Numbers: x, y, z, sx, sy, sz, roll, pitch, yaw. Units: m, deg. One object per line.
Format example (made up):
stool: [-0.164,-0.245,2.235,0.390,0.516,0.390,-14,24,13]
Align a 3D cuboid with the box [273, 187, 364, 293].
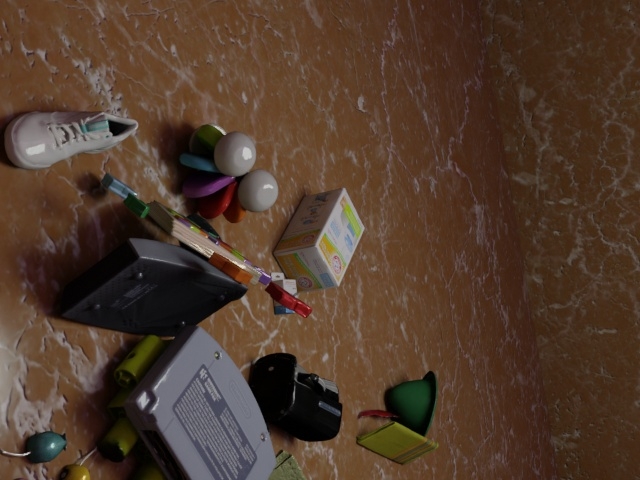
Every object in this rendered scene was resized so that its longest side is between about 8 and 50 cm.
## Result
box: [0.000,0.000,1.746,0.114,0.103,0.203,62,33,-27]

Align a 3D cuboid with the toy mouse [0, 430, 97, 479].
toy mouse: [-0.352,0.301,1.088,0.143,0.031,0.161,55,37,-37]

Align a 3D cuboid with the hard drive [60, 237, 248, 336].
hard drive: [-0.240,0.072,1.238,0.254,0.172,0.054,23,38,-57]

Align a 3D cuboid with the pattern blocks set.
pattern blocks set: [-0.176,0.002,1.290,0.325,0.285,0.026,34,90,-43]

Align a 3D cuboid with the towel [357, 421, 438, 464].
towel: [0.178,0.457,1.919,0.237,0.102,0.021,38,25,-50]

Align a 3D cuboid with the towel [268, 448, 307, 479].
towel: [-0.069,0.450,1.497,0.110,0.027,0.148,-35,116,-17]

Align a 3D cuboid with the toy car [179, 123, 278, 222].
toy car: [-0.174,-0.108,1.461,0.136,0.159,0.182,-41,124,-16]

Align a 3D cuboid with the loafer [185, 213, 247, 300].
loafer: [-0.189,0.027,1.463,0.170,0.062,0.061,62,-6,-16]

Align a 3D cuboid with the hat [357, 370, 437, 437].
hat: [0.166,0.373,2.000,0.208,0.183,0.173,118,-16,-67]

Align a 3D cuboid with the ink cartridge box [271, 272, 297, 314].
ink cartridge box: [-0.070,0.102,1.664,0.048,0.028,0.083,6,75,-60]

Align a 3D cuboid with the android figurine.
android figurine: [-0.228,0.261,1.302,0.273,0.056,0.248,-53,126,-51]

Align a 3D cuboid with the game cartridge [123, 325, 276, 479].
game cartridge: [-0.170,0.286,1.287,0.196,0.060,0.294,-52,126,-45]

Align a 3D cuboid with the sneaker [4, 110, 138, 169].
sneaker: [-0.345,-0.154,1.191,0.212,0.094,0.080,-29,108,-60]

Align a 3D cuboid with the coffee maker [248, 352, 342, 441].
coffee maker: [-0.052,0.313,1.561,0.178,0.120,0.171,41,71,-47]
